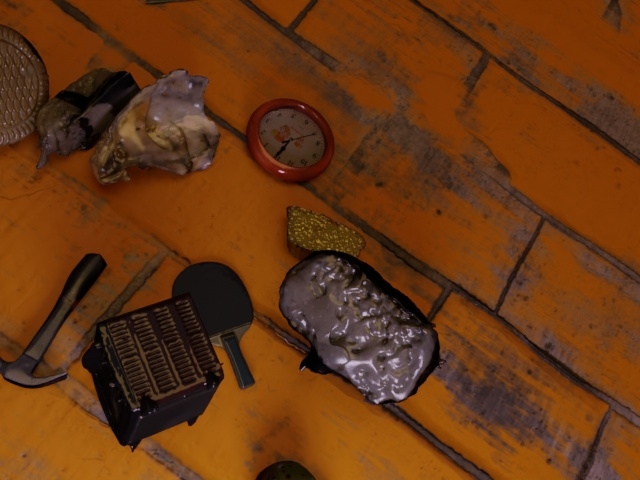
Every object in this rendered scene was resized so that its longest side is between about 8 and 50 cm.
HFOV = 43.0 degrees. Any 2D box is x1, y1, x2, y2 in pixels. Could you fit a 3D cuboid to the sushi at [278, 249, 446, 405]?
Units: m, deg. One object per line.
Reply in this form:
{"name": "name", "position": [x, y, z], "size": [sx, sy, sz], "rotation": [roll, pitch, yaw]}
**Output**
{"name": "sushi", "position": [0.069, 0.173, 1.586], "size": [0.348, 0.207, 0.234], "rotation": [44, 99, 8]}

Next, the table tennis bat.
{"name": "table tennis bat", "position": [-0.195, 0.164, 1.601], "size": [0.154, 0.021, 0.274], "rotation": [-17, 70, -25]}

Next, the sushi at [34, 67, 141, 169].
{"name": "sushi", "position": [-0.498, -0.257, 1.652], "size": [0.109, 0.134, 0.273], "rotation": [41, 73, 18]}

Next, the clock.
{"name": "clock", "position": [-0.067, -0.225, 1.813], "size": [0.205, 0.051, 0.205], "rotation": [8, 64, -17]}

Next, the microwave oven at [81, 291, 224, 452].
{"name": "microwave oven", "position": [-0.293, 0.233, 1.405], "size": [0.188, 0.247, 0.178], "rotation": [-20, 71, -28]}

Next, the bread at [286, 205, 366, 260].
{"name": "bread", "position": [0.000, 0.000, 1.723], "size": [0.187, 0.065, 0.103], "rotation": [22, 62, -10]}

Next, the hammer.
{"name": "hammer", "position": [-0.478, 0.142, 1.499], "size": [0.137, 0.037, 0.290], "rotation": [30, 60, -3]}

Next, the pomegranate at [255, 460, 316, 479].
{"name": "pomegranate", "position": [-0.054, 0.465, 1.459], "size": [0.129, 0.159, 0.129], "rotation": [-11, 60, 19]}

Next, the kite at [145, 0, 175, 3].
{"name": "kite", "position": [-0.331, -0.674, 1.959], "size": [0.314, 0.011, 0.335], "rotation": [28, 59, -5]}

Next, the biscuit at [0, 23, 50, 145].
{"name": "biscuit", "position": [-0.647, -0.298, 1.560], "size": [0.259, 0.079, 0.259], "rotation": [-5, 96, -50]}

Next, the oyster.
{"name": "oyster", "position": [-0.335, -0.225, 1.691], "size": [0.271, 0.100, 0.275], "rotation": [10, 74, -26]}
